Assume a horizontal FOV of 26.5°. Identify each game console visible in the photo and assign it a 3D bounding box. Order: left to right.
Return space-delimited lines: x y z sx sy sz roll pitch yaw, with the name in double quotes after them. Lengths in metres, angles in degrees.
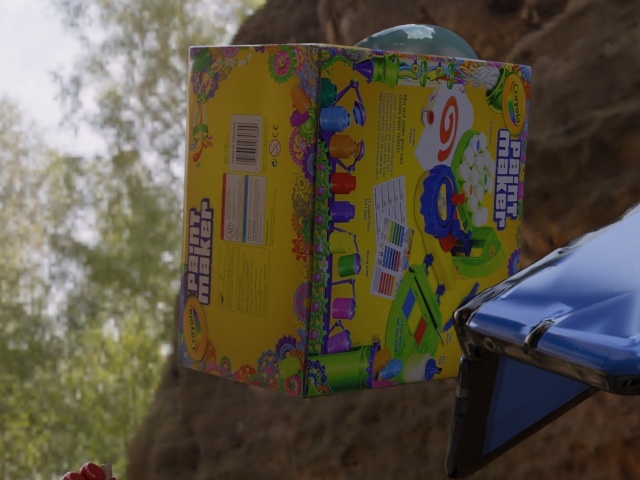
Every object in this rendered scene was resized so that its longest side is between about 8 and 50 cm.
0.246 0.065 0.933 0.293 0.250 0.173 -29 -68 -25 "game console"

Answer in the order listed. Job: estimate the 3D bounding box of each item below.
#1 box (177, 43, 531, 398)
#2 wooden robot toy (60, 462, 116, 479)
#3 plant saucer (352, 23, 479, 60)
0.035 -0.024 1.240 0.279 0.290 0.177 -1 6 -43 "box"
-0.189 0.227 1.042 0.076 0.079 0.173 -45 -9 22 "wooden robot toy"
0.106 -0.146 1.879 0.317 0.044 0.318 -17 -51 -22 "plant saucer"
